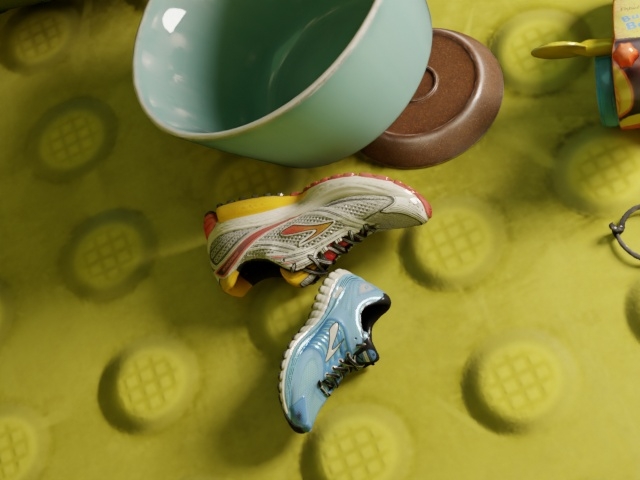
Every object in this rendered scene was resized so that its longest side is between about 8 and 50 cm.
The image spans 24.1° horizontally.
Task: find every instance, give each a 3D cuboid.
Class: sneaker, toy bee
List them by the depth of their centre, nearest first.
[{"bbox_3d":[0.306,-0.160,1.360,0.195,0.162,0.298,-22,57,3],"label":"toy bee"},{"bbox_3d":[0.015,0.103,1.366,0.073,0.063,0.162,16,68,22],"label":"sneaker"},{"bbox_3d":[0.000,0.000,1.426,0.225,0.088,0.093,-14,66,18],"label":"sneaker"}]

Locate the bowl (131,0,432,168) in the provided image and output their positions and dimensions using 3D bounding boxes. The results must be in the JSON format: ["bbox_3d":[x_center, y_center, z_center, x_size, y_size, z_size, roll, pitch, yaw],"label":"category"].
[{"bbox_3d":[-0.015,-0.195,1.459,0.311,0.163,0.312,-20,53,29],"label":"bowl"}]

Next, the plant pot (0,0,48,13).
[{"bbox_3d":[-0.257,-0.424,1.615,0.353,0.366,0.367,-3,60,4],"label":"plant pot"}]

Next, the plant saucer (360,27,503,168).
[{"bbox_3d":[0.098,-0.151,1.503,0.168,0.029,0.168,-8,60,14],"label":"plant saucer"}]
